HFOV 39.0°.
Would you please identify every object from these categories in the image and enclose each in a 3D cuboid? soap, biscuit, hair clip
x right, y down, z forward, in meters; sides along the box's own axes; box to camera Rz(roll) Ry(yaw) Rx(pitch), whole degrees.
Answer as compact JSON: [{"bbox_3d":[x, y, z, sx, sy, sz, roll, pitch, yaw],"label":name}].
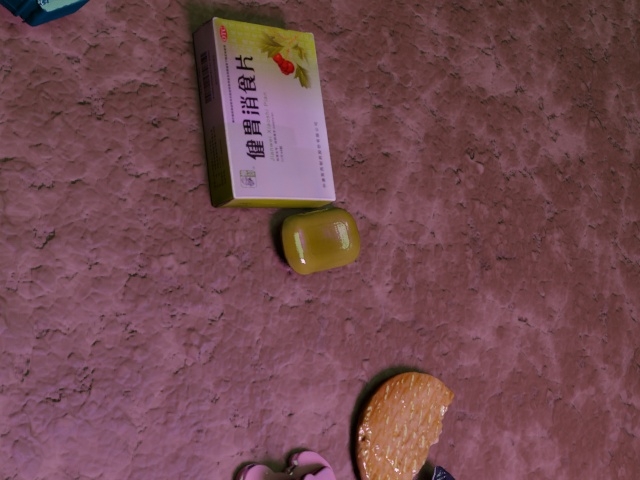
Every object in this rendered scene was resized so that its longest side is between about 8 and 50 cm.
[{"bbox_3d":[-0.001,0.000,1.312,0.140,0.045,0.089,-12,83,-38],"label":"soap"},{"bbox_3d":[0.112,0.283,1.334,0.144,0.033,0.224,43,56,-19],"label":"biscuit"},{"bbox_3d":[-0.041,0.342,1.203,0.138,0.102,0.123,-15,89,-72],"label":"hair clip"}]

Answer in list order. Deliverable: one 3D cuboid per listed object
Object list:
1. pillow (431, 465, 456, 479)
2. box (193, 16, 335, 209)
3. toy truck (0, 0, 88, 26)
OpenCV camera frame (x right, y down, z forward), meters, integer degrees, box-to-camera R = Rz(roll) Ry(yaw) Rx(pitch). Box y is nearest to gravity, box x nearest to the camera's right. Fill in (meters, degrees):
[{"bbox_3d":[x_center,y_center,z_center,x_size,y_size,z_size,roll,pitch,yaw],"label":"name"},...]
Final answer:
[{"bbox_3d":[0.175,0.455,1.323,0.141,0.055,0.208,47,55,-26],"label":"pillow"},{"bbox_3d":[-0.078,-0.176,1.287,0.175,0.062,0.260,-1,80,-38],"label":"box"},{"bbox_3d":[-0.380,-0.367,1.076,0.253,0.114,0.124,37,70,-25],"label":"toy truck"}]
